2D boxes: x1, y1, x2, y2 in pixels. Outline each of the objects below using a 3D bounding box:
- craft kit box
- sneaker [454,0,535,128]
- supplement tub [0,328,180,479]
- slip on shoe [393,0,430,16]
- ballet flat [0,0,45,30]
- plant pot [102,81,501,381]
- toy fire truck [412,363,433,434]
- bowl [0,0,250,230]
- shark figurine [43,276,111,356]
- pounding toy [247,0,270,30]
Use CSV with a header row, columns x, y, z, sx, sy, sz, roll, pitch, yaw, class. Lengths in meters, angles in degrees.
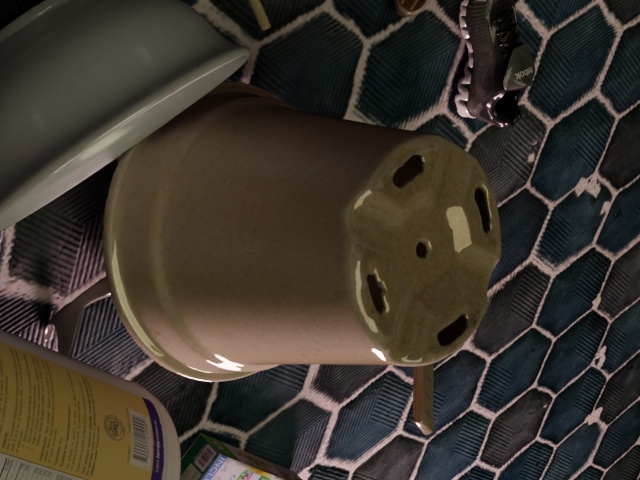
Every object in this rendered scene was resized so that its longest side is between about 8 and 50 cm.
x,y,z,sx,sy,sz,roll,pitch,yaw,class
-0.159,0.408,1.707,0.250,0.061,0.246,-52,140,0,craft kit box
0.232,-0.241,1.547,0.078,0.106,0.234,-28,136,-30,sneaker
-0.324,0.203,1.145,0.331,0.241,0.241,30,96,-41,supplement tub
0.133,-0.320,1.439,0.135,0.051,0.041,-57,-177,-7,slip on shoe
-0.269,-0.223,1.103,0.173,0.057,0.049,-33,98,-25,ballet flat
0.000,0.000,1.246,0.334,0.305,0.334,-5,97,-44,plant pot
0.069,0.107,1.541,0.217,0.246,0.158,23,101,-52,toy fire truck
-0.219,-0.138,1.091,0.298,0.298,0.134,-36,96,-20,bowl
-0.174,0.072,1.376,0.278,0.116,0.166,7,113,-50,shark figurine
-0.110,-0.282,1.131,0.100,0.141,0.130,-8,125,-43,pounding toy
